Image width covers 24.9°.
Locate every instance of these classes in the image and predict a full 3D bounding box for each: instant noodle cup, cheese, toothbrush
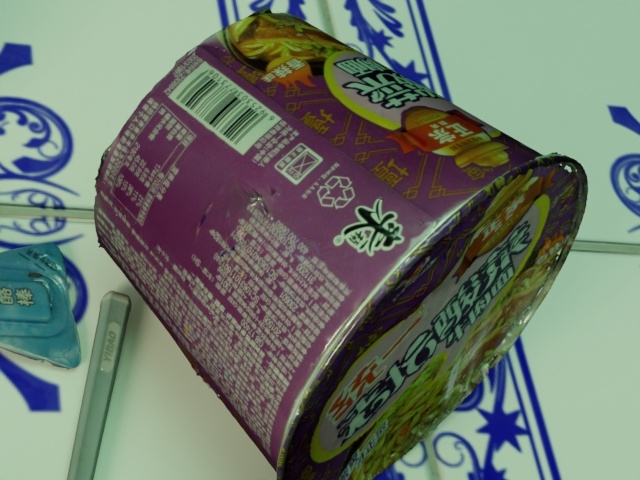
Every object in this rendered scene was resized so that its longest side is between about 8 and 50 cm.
[{"bbox_3d":[0.000,0.000,1.123,0.266,0.340,0.340,40,48,24],"label":"instant noodle cup"},{"bbox_3d":[-0.302,0.042,1.105,0.245,0.052,0.135,5,55,-33],"label":"cheese"},{"bbox_3d":[-0.178,0.176,1.075,0.025,0.030,0.342,19,47,-15],"label":"toothbrush"}]
